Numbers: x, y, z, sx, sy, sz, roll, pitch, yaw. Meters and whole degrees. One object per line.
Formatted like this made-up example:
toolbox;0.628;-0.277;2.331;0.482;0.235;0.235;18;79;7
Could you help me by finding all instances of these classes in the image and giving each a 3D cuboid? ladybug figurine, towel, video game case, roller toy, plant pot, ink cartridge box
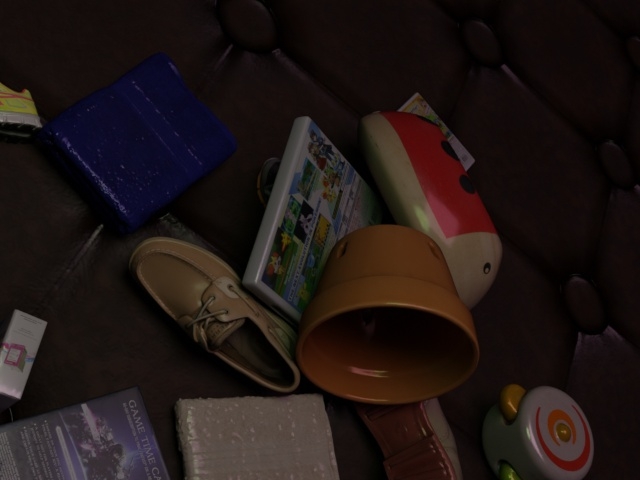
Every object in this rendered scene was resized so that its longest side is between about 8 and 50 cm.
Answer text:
ladybug figurine;0.211;-0.076;1.731;0.449;0.162;0.305;65;5;19
towel;-0.100;0.341;1.453;0.282;0.049;0.187;5;63;-33
towel;-0.306;-0.167;1.544;0.228;0.076;0.308;51;46;-7
video game case;0.221;-0.194;1.976;0.206;0.026;0.227;49;49;-5
video game case;0.000;0.000;1.594;0.300;0.036;0.329;45;53;-45
roller toy;0.423;0.382;1.744;0.191;0.146;0.209;5;64;-35
video game case;-0.352;0.335;1.287;0.274;0.026;0.196;-12;74;-40
plant pot;0.110;0.112;1.493;0.291;0.291;0.203;26;44;-23
ink cartridge box;-0.439;0.171;1.265;0.052;0.088;0.122;29;54;-25

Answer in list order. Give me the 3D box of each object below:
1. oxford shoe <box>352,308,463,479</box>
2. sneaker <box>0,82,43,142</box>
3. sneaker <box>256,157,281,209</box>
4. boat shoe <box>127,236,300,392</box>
oxford shoe;0.151;0.305;1.626;0.146;0.140;0.397;33;37;-60
sneaker;-0.538;-0.215;1.405;0.208;0.081;0.094;10;61;-45
sneaker;-0.053;-0.060;1.670;0.084;0.083;0.215;-5;69;-36
boat shoe;-0.160;0.119;1.450;0.341;0.122;0.110;37;13;-17
